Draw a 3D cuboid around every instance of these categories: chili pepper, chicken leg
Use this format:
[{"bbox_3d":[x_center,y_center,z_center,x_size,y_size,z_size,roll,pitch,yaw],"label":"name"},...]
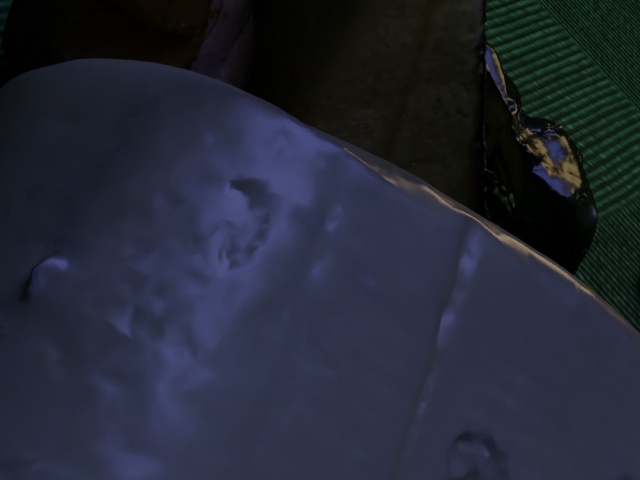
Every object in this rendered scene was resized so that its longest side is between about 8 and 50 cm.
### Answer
[{"bbox_3d":[0.163,-0.083,1.760,0.264,0.148,0.116,52,49,1],"label":"chili pepper"},{"bbox_3d":[-0.136,-0.105,1.303,0.182,0.295,0.409,20,45,-5],"label":"chicken leg"}]

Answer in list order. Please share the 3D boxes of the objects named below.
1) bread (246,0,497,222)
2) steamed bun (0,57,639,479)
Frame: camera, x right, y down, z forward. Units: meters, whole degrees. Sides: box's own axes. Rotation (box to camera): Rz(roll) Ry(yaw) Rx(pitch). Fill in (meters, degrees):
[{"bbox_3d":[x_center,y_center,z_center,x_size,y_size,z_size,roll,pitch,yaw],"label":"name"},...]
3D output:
[{"bbox_3d":[0.060,-0.205,1.497,0.242,0.405,0.345,13,34,-29],"label":"bread"},{"bbox_3d":[-0.045,0.165,0.937,0.456,0.290,0.371,37,65,-28],"label":"steamed bun"}]
